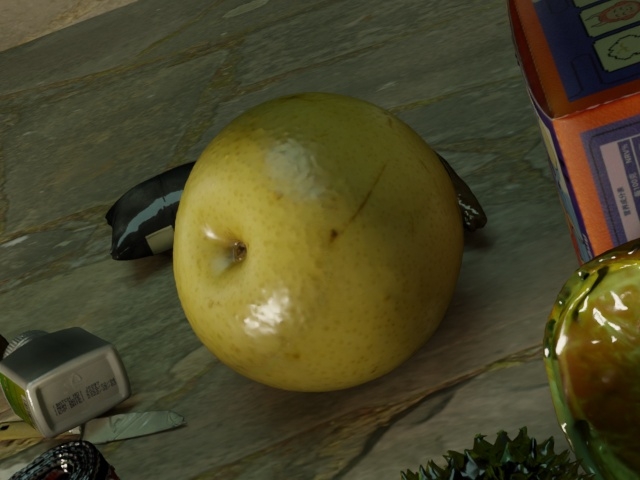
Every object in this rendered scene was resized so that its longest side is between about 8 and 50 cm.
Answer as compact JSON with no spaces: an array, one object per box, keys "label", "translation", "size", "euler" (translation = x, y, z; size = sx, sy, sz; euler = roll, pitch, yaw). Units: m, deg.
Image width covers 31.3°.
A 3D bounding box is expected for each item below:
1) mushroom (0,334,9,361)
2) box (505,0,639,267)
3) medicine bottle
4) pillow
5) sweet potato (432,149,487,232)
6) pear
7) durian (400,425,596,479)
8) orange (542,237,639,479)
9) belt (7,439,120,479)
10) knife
[{"label":"mushroom","translation":[-0.577,0.186,1.565],"size":[0.283,0.195,0.263],"euler":[-42,22,-24]},{"label":"box","translation":[0.362,-0.083,1.156],"size":[0.257,0.349,0.318],"euler":[-18,32,11]},{"label":"medicine bottle","translation":[-0.348,0.176,1.502],"size":[0.132,0.088,0.188],"euler":[-27,20,-26]},{"label":"pillow","translation":[-0.219,-0.058,1.786],"size":[0.250,0.106,0.186],"euler":[-25,23,-4]},{"label":"sweet potato","translation":[0.109,-0.086,1.564],"size":[0.131,0.131,0.336],"euler":[-36,30,-19]},{"label":"pear","translation":[0.000,0.000,1.306],"size":[0.348,0.348,0.348],"euler":[-18,30,11]},{"label":"durian","translation":[0.130,0.289,0.880],"size":[0.291,0.224,0.291],"euler":[-5,69,13]},{"label":"orange","translation":[0.360,0.106,0.958],"size":[0.334,0.262,0.196],"euler":[-16,-2,17]},{"label":"belt","translation":[-0.386,0.351,1.269],"size":[0.359,0.094,0.126],"euler":[-32,29,-15]},{"label":"knife","translation":[-0.296,0.241,1.456],"size":[0.298,0.017,0.047],"euler":[-8,36,21]}]
